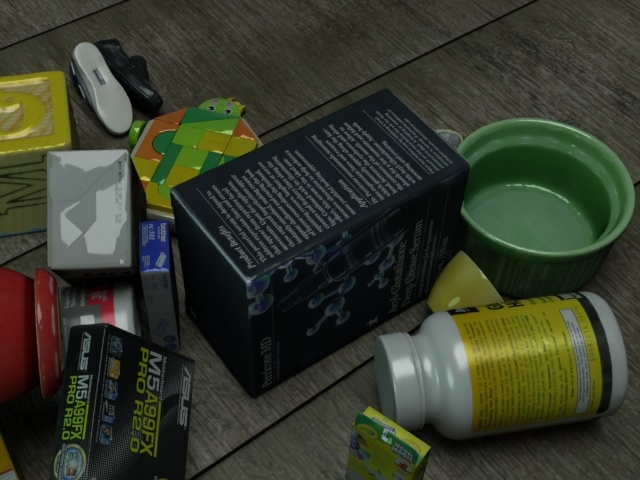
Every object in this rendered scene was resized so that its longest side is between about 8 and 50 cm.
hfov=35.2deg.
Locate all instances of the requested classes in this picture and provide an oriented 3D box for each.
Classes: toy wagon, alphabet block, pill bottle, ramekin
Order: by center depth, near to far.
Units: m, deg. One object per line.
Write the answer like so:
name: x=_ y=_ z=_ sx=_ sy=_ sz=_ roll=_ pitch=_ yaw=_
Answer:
pill bottle: x=0.255 y=0.185 z=1.464 sx=0.333 sy=0.188 sz=0.188 roll=-7 pitch=51 yaw=-8
pill bottle: x=-0.422 y=0.161 z=1.467 sx=0.318 sy=0.176 sz=0.176 roll=-7 pitch=51 yaw=-8
ramekin: x=0.355 y=-0.048 z=1.684 sx=0.303 sy=0.148 sz=0.303 roll=1 pitch=51 yaw=-1
alphabet block: x=-0.507 y=-0.145 z=1.702 sx=0.193 sy=0.197 sz=0.192 roll=-10 pitch=52 yaw=-10
toy wagon: x=-0.220 y=-0.154 z=1.803 sx=0.267 sy=0.068 sz=0.344 roll=13 pitch=52 yaw=8

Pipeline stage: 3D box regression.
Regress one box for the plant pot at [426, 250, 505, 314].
plant pot: x=0.224 y=0.097 z=1.587 sx=0.095 sy=0.134 sz=0.134 roll=-38 pitch=58 yaw=0

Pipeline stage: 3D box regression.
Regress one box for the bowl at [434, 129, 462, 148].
bowl: x=0.177 y=-0.119 z=1.764 sx=0.170 sy=0.080 sz=0.170 roll=-18 pitch=25 yaw=9

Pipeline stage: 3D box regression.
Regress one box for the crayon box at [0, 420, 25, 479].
crayon box: x=-0.544 y=0.325 z=1.325 sx=0.278 sy=0.165 sz=0.081 roll=-21 pitch=29 yaw=-18

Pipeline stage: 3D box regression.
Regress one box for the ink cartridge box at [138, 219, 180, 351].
ink cartridge box: x=-0.242 y=0.073 z=1.525 sx=0.046 sy=0.207 sz=0.097 roll=-4 pitch=51 yaw=-5

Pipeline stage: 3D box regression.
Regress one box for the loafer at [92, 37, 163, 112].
loafer: x=-0.364 y=-0.323 z=1.931 sx=0.078 sy=0.076 sz=0.223 roll=-36 pitch=56 yaw=-18

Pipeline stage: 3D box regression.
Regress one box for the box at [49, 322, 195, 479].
box: x=-0.254 y=0.263 z=1.315 sx=0.060 sy=0.216 sz=0.270 roll=-6 pitch=68 yaw=25

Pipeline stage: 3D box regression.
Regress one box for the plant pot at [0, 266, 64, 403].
plant pot: x=-0.421 y=0.119 z=1.292 sx=0.174 sy=0.191 sz=0.191 roll=-5 pitch=51 yaw=-14

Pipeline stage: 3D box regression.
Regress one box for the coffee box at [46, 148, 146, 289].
coffee box: x=-0.330 y=-0.020 z=1.517 sx=0.118 sy=0.297 sz=0.168 roll=-2 pitch=81 yaw=-6

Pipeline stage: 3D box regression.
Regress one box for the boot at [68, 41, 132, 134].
boot: x=-0.415 y=-0.274 z=1.902 sx=0.069 sy=0.086 sz=0.190 roll=-21 pitch=82 yaw=-27

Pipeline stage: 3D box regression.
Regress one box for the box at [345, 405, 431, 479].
box: x=0.090 y=0.298 z=1.371 sx=0.105 sy=0.179 sz=0.043 roll=32 pitch=57 yaw=21

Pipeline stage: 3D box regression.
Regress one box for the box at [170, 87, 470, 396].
box: x=0.000 y=0.000 z=1.539 sx=0.395 sy=0.294 sz=0.212 roll=-28 pitch=56 yaw=-22
